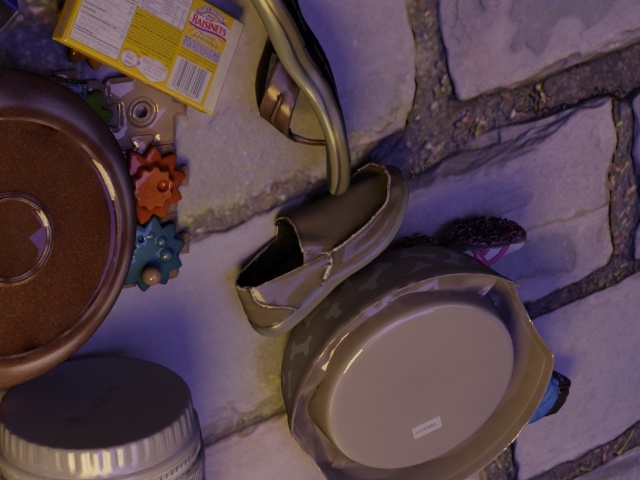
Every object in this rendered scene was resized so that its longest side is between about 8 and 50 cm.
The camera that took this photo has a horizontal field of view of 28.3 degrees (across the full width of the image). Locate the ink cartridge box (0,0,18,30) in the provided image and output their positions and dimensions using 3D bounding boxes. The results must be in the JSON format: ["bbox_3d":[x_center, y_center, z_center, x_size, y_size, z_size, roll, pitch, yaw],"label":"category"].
[{"bbox_3d":[-0.382,-0.176,1.036,0.176,0.069,0.371,46,70,-32],"label":"ink cartridge box"}]

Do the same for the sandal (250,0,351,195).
[{"bbox_3d":[-0.038,-0.180,1.359,0.086,0.120,0.303,-21,122,9],"label":"sandal"}]

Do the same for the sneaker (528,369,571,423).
[{"bbox_3d":[0.301,0.183,1.734,0.084,0.058,0.152,-14,120,-21],"label":"sneaker"}]

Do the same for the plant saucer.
[{"bbox_3d":[-0.296,-0.004,1.174,0.310,0.050,0.311,-9,105,-36],"label":"plant saucer"}]

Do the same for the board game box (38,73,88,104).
[{"bbox_3d":[-0.325,-0.106,1.221,0.186,0.026,0.126,7,106,-21],"label":"board game box"}]

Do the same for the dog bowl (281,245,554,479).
[{"bbox_3d":[0.110,0.160,1.542,0.348,0.102,0.349,-12,126,-17],"label":"dog bowl"}]

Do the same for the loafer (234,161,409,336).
[{"bbox_3d":[0.000,0.000,1.450,0.251,0.094,0.087,-47,131,-7],"label":"loafer"}]

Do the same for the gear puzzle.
[{"bbox_3d":[-0.211,-0.095,1.309,0.175,0.044,0.339,-11,115,-28],"label":"gear puzzle"}]

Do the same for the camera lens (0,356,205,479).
[{"bbox_3d":[-0.230,0.289,1.347,0.219,0.219,0.274,-12,116,-28],"label":"camera lens"}]

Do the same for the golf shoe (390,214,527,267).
[{"bbox_3d":[0.172,0.024,1.590,0.186,0.067,0.086,-15,126,-16],"label":"golf shoe"}]

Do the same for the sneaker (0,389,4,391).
[{"bbox_3d":[-0.372,0.146,1.254,0.148,0.131,0.350,24,95,-32],"label":"sneaker"}]

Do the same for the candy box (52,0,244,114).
[{"bbox_3d":[-0.167,-0.210,1.268,0.206,0.027,0.105,24,82,-47],"label":"candy box"}]
